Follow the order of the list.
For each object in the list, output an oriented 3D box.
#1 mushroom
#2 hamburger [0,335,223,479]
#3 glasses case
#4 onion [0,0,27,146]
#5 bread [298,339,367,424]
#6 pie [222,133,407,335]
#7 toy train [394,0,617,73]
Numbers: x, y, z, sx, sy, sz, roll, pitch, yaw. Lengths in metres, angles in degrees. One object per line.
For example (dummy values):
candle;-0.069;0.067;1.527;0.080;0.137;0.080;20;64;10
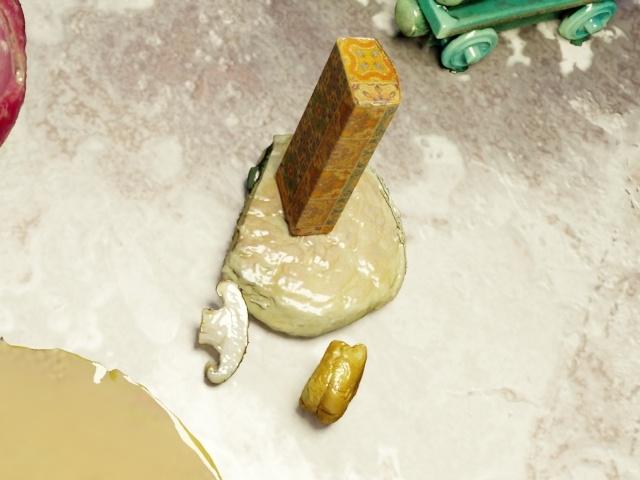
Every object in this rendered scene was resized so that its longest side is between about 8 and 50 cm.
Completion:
mushroom;-0.091;0.087;1.544;0.049;0.019;0.101;10;82;-11
hamburger;-0.244;0.283;1.257;0.396;0.277;0.395;6;64;-12
glasses case;0.015;-0.093;1.512;0.049;0.218;0.075;-3;60;-21
onion;-0.333;-0.198;1.494;0.111;0.250;0.247;-24;82;14
bread;0.013;0.134;1.537;0.046;0.081;0.083;27;26;8
pie;0.001;-0.002;1.617;0.185;0.052;0.218;22;56;-3
toy train;0.230;-0.290;1.758;0.298;0.194;0.120;-16;71;-24
